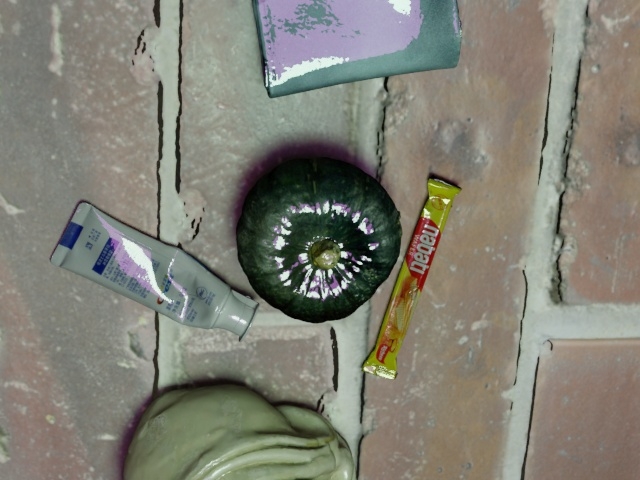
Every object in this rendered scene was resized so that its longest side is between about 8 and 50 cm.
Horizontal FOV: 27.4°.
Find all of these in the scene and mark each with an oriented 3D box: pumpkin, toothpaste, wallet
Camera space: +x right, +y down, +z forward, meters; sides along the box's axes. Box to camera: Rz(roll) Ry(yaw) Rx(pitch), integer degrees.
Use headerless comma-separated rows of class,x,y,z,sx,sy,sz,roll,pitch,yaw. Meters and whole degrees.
pumpkin,-0.002,0.000,1.636,0.211,0.152,0.212,3,116,6
toothpaste,-0.206,0.047,1.684,0.266,0.061,0.096,27,107,-10
wallet,0.036,-0.325,1.567,0.251,0.054,0.290,-11,111,-6

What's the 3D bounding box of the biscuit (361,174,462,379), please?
biscuit,0.121,0.052,1.746,0.048,0.026,0.292,19,108,5

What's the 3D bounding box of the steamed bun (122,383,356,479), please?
steamed bun,-0.115,0.368,1.731,0.309,0.219,0.324,16,109,-14
